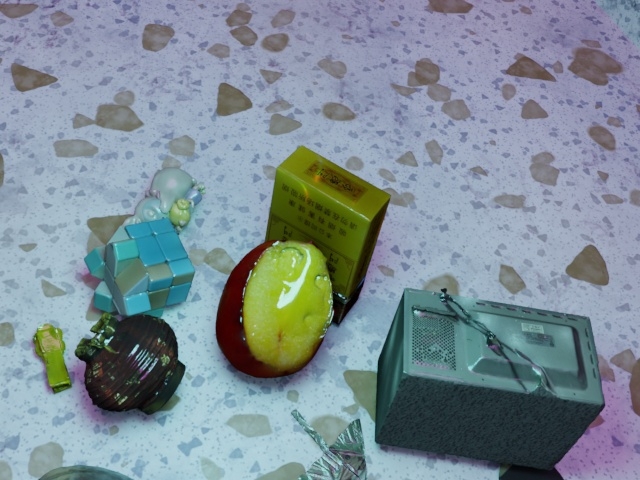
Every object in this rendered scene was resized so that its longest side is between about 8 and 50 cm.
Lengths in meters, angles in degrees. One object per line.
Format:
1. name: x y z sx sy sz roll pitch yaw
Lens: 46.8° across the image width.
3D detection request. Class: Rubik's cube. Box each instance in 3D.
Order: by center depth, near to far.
1. Rubik's cube: -0.451 0.066 1.811 0.212 0.224 0.265 -13 57 -31

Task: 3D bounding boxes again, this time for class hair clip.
1. hair clip: -0.627 0.272 1.741 0.072 0.046 0.173 -17 61 -25

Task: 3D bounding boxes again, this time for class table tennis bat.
1. table tennis bat: 0.475 0.548 1.761 0.154 0.021 0.274 -31 67 -31

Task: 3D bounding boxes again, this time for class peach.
1. peach: -0.100 0.153 1.744 0.281 0.338 0.281 24 24 -11

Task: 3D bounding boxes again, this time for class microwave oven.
1. microwave oven: 0.367 0.314 1.680 0.431 0.375 0.236 9 47 -3

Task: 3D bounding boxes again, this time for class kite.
1. kite: 0.016 0.488 1.726 0.250 0.012 0.229 41 56 20

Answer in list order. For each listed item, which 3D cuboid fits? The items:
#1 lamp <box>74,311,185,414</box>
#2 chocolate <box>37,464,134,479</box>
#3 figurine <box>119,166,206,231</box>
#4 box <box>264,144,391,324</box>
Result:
1. lamp: -0.431 0.272 1.665 0.246 0.247 0.247 5 54 -7
2. chocolate: -0.481 0.560 1.439 0.303 0.303 0.213 -31 43 -28
3. figurine: -0.426 -0.078 1.994 0.155 0.127 0.236 28 59 -2
4. box: 0.000 0.000 1.828 0.264 0.415 0.116 30 49 13
